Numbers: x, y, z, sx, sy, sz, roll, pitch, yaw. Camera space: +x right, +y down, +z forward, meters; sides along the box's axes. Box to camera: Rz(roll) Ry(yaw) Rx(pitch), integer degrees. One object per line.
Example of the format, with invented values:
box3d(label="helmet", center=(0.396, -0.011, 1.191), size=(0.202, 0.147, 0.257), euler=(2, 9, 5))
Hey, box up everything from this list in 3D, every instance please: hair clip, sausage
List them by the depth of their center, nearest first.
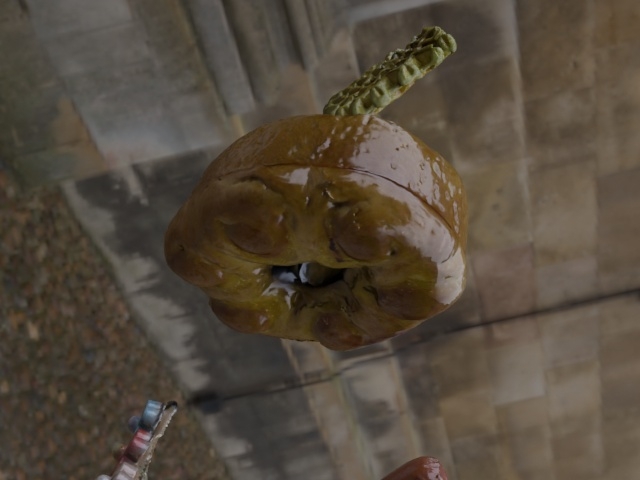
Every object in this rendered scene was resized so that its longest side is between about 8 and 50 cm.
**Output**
box3d(label="hair clip", center=(-0.170, 0.203, 0.988), size=(0.056, 0.062, 0.214), euler=(29, 23, -13))
box3d(label="sausage", center=(0.075, 0.327, 1.313), size=(0.077, 0.194, 0.077), euler=(41, 20, -18))

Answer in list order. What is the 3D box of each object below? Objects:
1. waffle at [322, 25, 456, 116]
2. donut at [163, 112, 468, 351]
box3d(label="waffle", center=(0.107, -0.264, 1.824), size=(0.056, 0.250, 0.261), euler=(51, 1, -16))
box3d(label="donut", center=(0.000, 0.000, 1.156), size=(0.299, 0.317, 0.150), euler=(73, 25, -50))
